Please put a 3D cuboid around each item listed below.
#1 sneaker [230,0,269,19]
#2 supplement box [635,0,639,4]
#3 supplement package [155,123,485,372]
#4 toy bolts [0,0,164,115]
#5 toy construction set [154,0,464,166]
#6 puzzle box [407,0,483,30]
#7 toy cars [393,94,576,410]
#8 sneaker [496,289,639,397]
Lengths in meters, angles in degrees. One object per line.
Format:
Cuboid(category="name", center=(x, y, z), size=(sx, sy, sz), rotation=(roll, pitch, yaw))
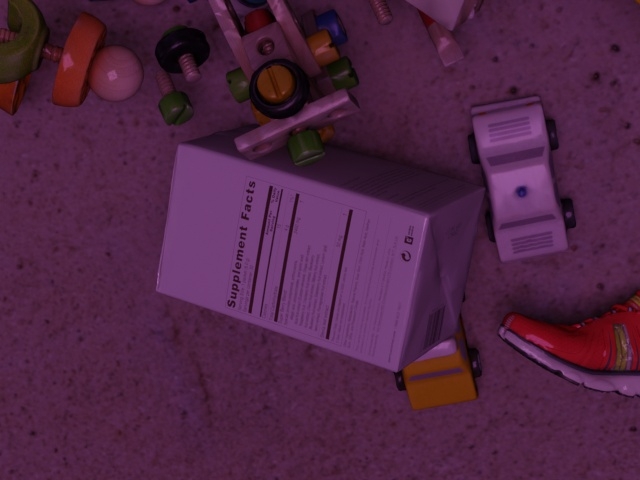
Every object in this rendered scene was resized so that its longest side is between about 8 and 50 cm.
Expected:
Cuboid(category="sneaker", center=(-0.129, -0.371, 1.680), size=(0.110, 0.107, 0.275), rotation=(-34, 108, -2))
Cuboid(category="supplement box", center=(0.399, -0.307, 1.583), size=(0.356, 0.195, 0.194), rotation=(39, 105, -5))
Cuboid(category="supplement package", center=(0.000, 0.000, 1.675), size=(0.293, 0.177, 0.175), rotation=(17, 108, 22))
Cuboid(category="toy bolts", center=(-0.256, -0.231, 1.700), size=(0.159, 0.218, 0.228), rotation=(18, 71, -5))
Cuboid(category="toy construction set", center=(0.005, -0.176, 1.607), size=(0.309, 0.257, 0.237), rotation=(-16, 64, -14))
Cuboid(category="puzzle box", center=(0.019, -0.413, 1.467), size=(0.409, 0.052, 0.272), rotation=(38, 140, 16))
Cuboid(category="toy cars", center=(0.174, 0.027, 1.754), size=(0.176, 0.087, 0.393), rotation=(28, 106, -3))
Cuboid(category="sneaker", center=(0.332, 0.109, 1.759), size=(0.279, 0.107, 0.118), rotation=(14, 95, -14))
